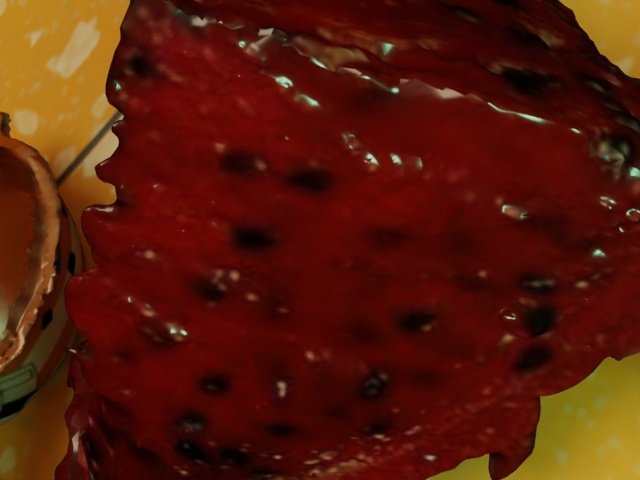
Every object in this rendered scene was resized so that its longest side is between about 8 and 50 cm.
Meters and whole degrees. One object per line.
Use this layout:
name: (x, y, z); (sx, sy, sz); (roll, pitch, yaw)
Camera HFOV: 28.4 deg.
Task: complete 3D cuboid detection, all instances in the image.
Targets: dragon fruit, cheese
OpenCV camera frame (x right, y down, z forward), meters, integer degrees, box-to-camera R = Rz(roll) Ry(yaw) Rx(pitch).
dragon fruit: (0.010, 0.002, 0.589); (0.286, 0.228, 0.329); (-88, 13, -58)
cheese: (-0.225, 0.071, 0.700); (0.217, 0.129, 0.329); (-21, 53, 31)
